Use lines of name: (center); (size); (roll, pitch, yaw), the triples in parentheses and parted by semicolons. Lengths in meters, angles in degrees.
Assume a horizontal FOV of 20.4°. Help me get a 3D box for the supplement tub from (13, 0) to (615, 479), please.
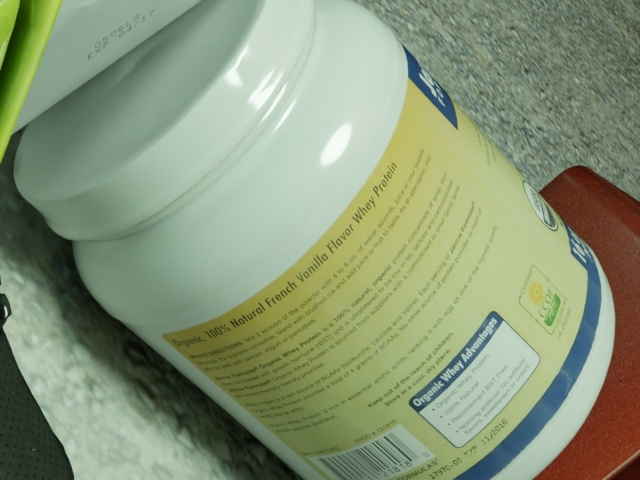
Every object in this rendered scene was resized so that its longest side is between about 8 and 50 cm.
supplement tub: (0.000, 0.000, 1.037); (0.316, 0.228, 0.228); (44, 28, -29)

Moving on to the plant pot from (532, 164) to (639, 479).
plant pot: (0.220, 0.104, 1.332); (0.267, 0.267, 0.235); (25, 28, -51)

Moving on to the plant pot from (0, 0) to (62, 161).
plant pot: (-0.224, -0.041, 0.608); (0.228, 0.227, 0.207); (25, 20, 0)

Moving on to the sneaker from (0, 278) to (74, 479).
sneaker: (-0.201, -0.003, 0.772); (0.340, 0.140, 0.125); (56, 23, -8)

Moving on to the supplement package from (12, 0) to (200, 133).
supplement package: (-0.188, -0.229, 0.870); (0.293, 0.177, 0.175); (50, -14, 10)
